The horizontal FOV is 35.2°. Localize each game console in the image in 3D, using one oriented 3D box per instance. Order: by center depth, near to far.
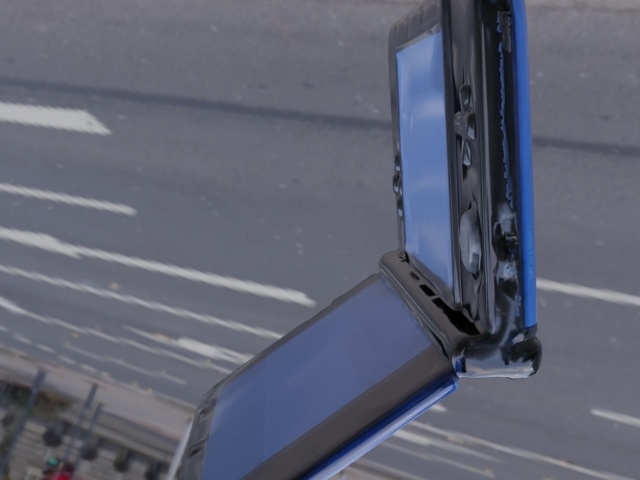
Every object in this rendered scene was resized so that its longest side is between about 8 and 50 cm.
[{"bbox_3d":[0.000,0.000,0.548,0.173,0.250,0.293,-4,-173,-3],"label":"game console"}]
